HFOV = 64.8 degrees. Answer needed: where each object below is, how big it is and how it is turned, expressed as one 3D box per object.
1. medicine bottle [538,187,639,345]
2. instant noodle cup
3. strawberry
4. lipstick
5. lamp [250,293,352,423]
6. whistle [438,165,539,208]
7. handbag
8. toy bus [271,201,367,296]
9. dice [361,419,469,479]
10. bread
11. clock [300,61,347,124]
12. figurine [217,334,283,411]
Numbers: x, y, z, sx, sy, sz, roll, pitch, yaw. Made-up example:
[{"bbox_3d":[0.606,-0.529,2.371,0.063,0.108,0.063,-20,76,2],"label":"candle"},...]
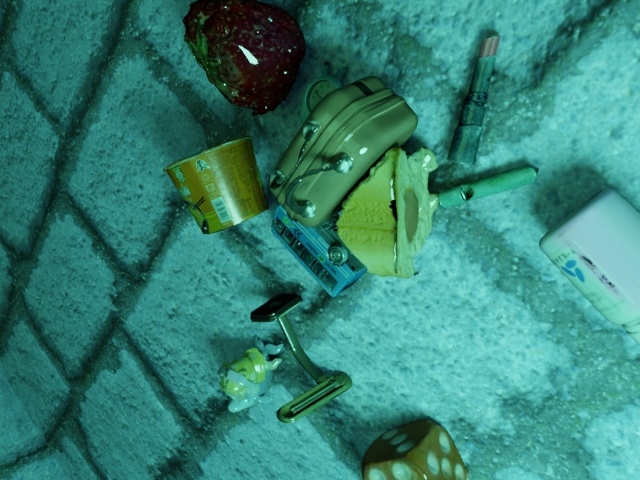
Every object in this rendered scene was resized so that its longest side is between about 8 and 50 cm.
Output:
[{"bbox_3d":[0.494,0.052,0.810,0.254,0.152,0.152,52,123,12],"label":"medicine bottle"},{"bbox_3d":[-0.236,-0.129,1.218,0.230,0.230,0.182,-15,102,35],"label":"instant noodle cup"},{"bbox_3d":[-0.152,-0.418,1.099,0.274,0.220,0.274,50,167,16],"label":"strawberry"},{"bbox_3d":[0.291,-0.258,0.934,0.053,0.053,0.234,21,109,28],"label":"lipstick"},{"bbox_3d":[-0.083,0.283,1.223,0.283,0.203,0.124,60,143,3],"label":"lamp"},{"bbox_3d":[0.317,-0.102,0.959,0.186,0.039,0.039,-16,92,35],"label":"whistle"},{"bbox_3d":[0.020,-0.155,0.974,0.149,0.283,0.302,47,133,4],"label":"handbag"},{"bbox_3d":[0.000,0.000,1.146,0.246,0.113,0.134,46,128,14],"label":"toy bus"},{"bbox_3d":[0.202,0.513,1.095,0.174,0.179,0.174,-28,88,35],"label":"dice"},{"bbox_3d":[0.159,-0.040,0.989,0.224,0.184,0.211,-41,79,36],"label":"bread"},{"bbox_3d":[0.016,-0.312,1.103,0.108,0.045,0.147,22,112,27],"label":"clock"},{"bbox_3d":[-0.184,0.348,1.321,0.128,0.184,0.208,10,64,30],"label":"figurine"}]
